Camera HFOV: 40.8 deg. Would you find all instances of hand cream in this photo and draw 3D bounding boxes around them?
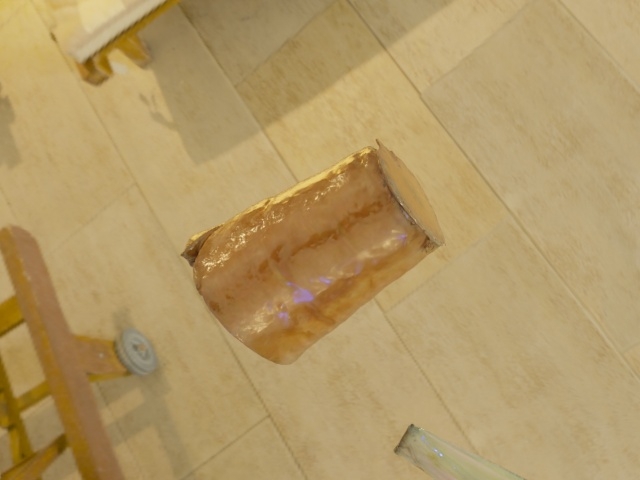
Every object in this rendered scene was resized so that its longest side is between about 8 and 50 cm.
[{"bbox_3d":[0.120,0.175,0.610,0.143,0.061,0.039,26,61,10],"label":"hand cream"}]

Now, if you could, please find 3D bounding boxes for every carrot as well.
[{"bbox_3d":[0.000,0.000,0.976,0.254,0.196,0.196,-37,68,20],"label":"carrot"}]
